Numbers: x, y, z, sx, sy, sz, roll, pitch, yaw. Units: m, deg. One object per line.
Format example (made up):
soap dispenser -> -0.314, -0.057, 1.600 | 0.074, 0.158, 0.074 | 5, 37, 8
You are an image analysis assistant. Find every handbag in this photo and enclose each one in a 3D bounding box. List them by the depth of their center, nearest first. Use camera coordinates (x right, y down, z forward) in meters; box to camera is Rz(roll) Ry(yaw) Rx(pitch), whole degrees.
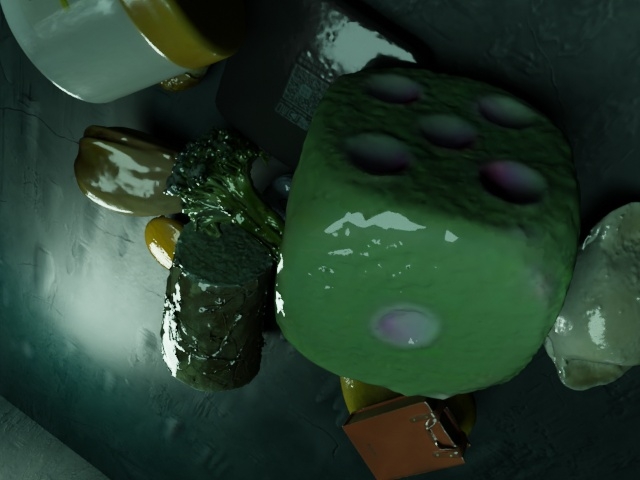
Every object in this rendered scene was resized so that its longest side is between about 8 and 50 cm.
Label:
handbag -> 0.147, 0.337, 0.961 | 0.190, 0.063, 0.127 | -29, 95, 34

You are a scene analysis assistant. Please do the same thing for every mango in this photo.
mango -> 0.155, 0.272, 1.058 | 0.253, 0.182, 0.365 | -4, 120, 32

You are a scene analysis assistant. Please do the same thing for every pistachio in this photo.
pistachio -> -0.349, -0.121, 1.097 | 0.260, 0.163, 0.213 | 21, 153, -1

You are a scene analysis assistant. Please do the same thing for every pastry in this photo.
pastry -> -0.249, -0.325, 0.934 | 0.153, 0.081, 0.153 | 10, 124, 15

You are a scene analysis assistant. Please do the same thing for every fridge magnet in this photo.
fridge magnet -> -0.327, 0.009, 1.232 | 0.143, 0.063, 0.143 | 15, 127, 21

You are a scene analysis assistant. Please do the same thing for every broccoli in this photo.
broccoli -> -0.158, -0.049, 0.967 | 0.198, 0.177, 0.275 | -33, 83, 29

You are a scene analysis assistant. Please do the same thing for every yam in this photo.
yam -> -0.207, 0.134, 1.145 | 0.241, 0.241, 0.348 | 24, 128, 14

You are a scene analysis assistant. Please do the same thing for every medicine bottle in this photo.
medicine bottle -> -0.256, -0.331, 0.749 | 0.232, 0.238, 0.238 | -13, 116, 21

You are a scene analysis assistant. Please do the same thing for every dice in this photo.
dice -> 0.125, -0.014, 0.733 | 0.318, 0.330, 0.322 | 13, 133, 2

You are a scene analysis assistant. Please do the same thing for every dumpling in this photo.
dumpling -> 0.441, 0.091, 0.794 | 0.227, 0.175, 0.243 | 3, 144, -7

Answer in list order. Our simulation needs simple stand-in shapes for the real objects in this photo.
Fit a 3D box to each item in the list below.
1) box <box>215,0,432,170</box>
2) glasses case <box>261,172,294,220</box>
box -> -0.009, -0.240, 0.861 | 0.290, 0.073, 0.289 | 35, 132, 5
glasses case -> 0.000, 0.000, 1.031 | 0.109, 0.067, 0.282 | -30, 101, 42
